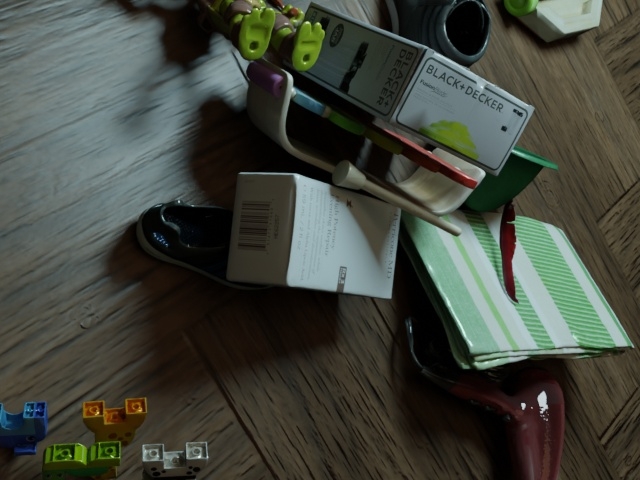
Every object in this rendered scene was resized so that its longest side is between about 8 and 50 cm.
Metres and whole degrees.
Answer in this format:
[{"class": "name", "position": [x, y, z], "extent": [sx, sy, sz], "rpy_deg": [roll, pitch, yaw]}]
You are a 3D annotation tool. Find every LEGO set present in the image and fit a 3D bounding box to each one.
[{"class": "LEGO set", "position": [-0.221, 0.202, 0.813], "extent": [0.227, 0.093, 0.087], "rpy_deg": [0, 38, -11]}]

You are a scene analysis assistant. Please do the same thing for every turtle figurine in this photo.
[{"class": "turtle figurine", "position": [-0.105, -0.271, 1.012], "extent": [0.270, 0.087, 0.217], "rpy_deg": [22, 20, -45]}]

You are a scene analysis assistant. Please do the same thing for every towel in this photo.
[{"class": "towel", "position": [0.263, 0.061, 1.216], "extent": [0.325, 0.038, 0.247], "rpy_deg": [2, 52, -36]}]

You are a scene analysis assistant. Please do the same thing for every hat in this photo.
[{"class": "hat", "position": [0.218, -0.050, 1.242], "extent": [0.173, 0.208, 0.183], "rpy_deg": [21, 102, 2]}]

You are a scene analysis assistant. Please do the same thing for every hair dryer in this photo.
[{"class": "hair dryer", "position": [0.227, 0.214, 1.172], "extent": [0.224, 0.080, 0.293], "rpy_deg": [-18, 73, -37]}]

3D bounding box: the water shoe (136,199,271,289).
[{"class": "water shoe", "position": [-0.098, 0.007, 0.971], "extent": [0.203, 0.080, 0.072], "rpy_deg": [12, 70, -34]}]

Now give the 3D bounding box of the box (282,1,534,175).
[{"class": "box", "position": [0.091, -0.184, 1.047], "extent": [0.169, 0.290, 0.087], "rpy_deg": [21, 102, -33]}]

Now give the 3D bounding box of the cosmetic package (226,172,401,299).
[{"class": "cosmetic package", "position": [0.000, 0.000, 0.986], "extent": [0.231, 0.086, 0.117], "rpy_deg": [10, 86, -56]}]

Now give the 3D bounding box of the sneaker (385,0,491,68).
[{"class": "sneaker", "position": [0.166, -0.338, 1.239], "extent": [0.105, 0.147, 0.295], "rpy_deg": [12, 68, -33]}]

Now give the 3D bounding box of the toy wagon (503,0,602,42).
[{"class": "toy wagon", "position": [0.365, -0.507, 1.497], "extent": [0.267, 0.068, 0.344], "rpy_deg": [-21, 89, -40]}]

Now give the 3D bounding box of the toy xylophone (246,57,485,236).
[{"class": "toy xylophone", "position": [0.062, -0.105, 1.060], "extent": [0.323, 0.236, 0.081], "rpy_deg": [19, 103, -38]}]
